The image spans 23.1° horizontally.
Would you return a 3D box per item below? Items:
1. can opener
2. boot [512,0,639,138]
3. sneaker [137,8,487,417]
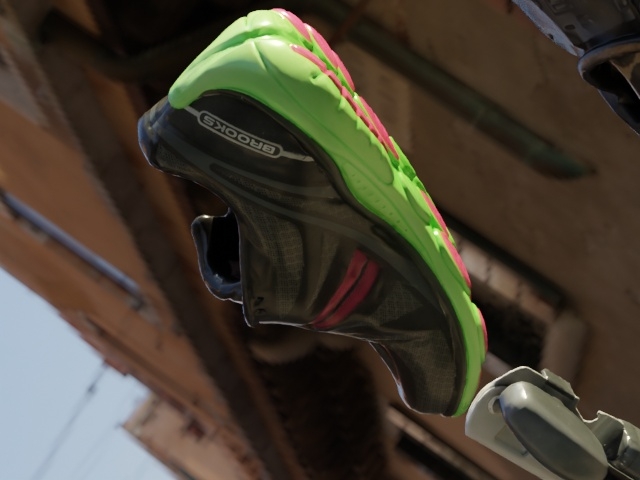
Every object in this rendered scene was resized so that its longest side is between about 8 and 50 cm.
[{"bbox_3d":[0.227,0.184,1.190,0.074,0.280,0.093,-50,26,21],"label":"can opener"},{"bbox_3d":[0.138,0.022,0.502,0.377,0.284,0.138,-31,9,1],"label":"boot"},{"bbox_3d":[0.000,0.000,1.404,0.202,0.185,0.483,-29,-51,9],"label":"sneaker"}]
